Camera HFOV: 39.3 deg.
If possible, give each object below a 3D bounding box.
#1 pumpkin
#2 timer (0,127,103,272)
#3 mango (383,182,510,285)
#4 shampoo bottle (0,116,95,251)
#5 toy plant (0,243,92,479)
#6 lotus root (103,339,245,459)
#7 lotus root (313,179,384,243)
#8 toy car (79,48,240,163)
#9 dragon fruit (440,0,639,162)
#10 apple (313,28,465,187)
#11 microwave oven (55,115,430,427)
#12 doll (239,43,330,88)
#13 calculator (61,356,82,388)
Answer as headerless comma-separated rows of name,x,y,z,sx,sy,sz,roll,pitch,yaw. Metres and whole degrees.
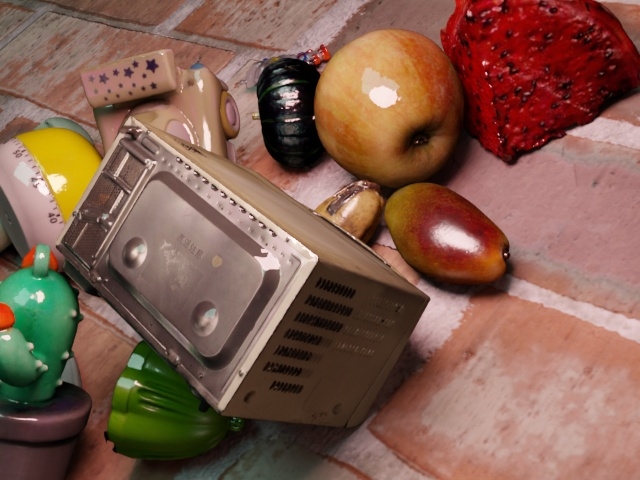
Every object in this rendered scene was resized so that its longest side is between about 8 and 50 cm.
pumpkin,-0.053,-0.229,1.607,0.140,0.202,0.202,-9,43,-5
timer,-0.448,-0.092,1.649,0.285,0.285,0.285,-14,44,14
mango,0.174,-0.013,1.346,0.133,0.111,0.267,-45,38,-3
shampoo bottle,-0.613,-0.113,1.817,0.349,0.151,0.222,-39,41,-14
toy plant,-0.412,0.200,1.245,0.185,0.279,0.400,14,95,11
lotus root,-0.185,0.238,1.264,0.186,0.186,0.186,-14,44,14
lotus root,0.000,0.000,1.435,0.258,0.097,0.110,-36,16,7
toy car,-0.264,-0.127,1.506,0.242,0.226,0.335,-9,81,16
dragon fruit,0.327,-0.345,1.443,0.286,0.329,0.228,-27,36,2
apple,0.121,-0.211,1.458,0.257,0.256,0.234,-36,45,-9
microwave oven,-0.109,0.057,1.213,0.394,0.333,0.247,37,101,36
doll,-0.076,-0.356,1.845,0.195,0.062,0.104,-21,43,-2
calculator,-0.474,0.263,1.460,0.184,0.042,0.295,-27,45,0
